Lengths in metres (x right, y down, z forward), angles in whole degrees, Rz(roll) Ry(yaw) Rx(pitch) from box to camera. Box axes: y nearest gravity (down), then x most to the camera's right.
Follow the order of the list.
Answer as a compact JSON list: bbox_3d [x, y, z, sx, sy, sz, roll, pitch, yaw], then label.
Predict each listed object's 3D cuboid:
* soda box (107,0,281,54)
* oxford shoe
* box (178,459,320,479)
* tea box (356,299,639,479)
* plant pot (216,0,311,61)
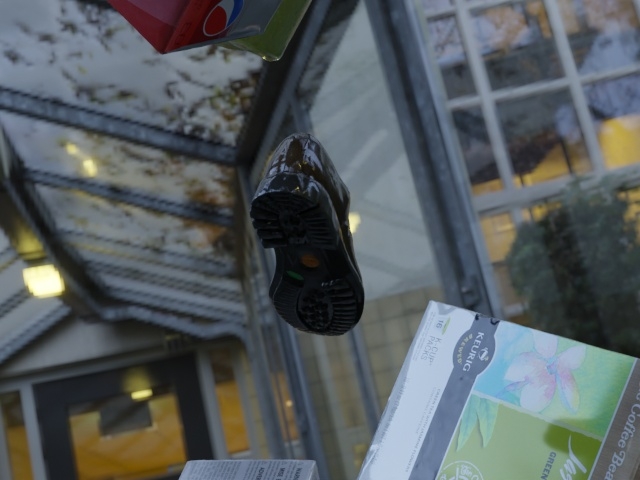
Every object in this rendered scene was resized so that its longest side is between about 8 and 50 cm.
[{"bbox_3d":[-0.118,-0.211,0.556,0.083,0.263,0.092,-27,-23,-52],"label":"soda box"},{"bbox_3d":[0.000,0.000,0.953,0.083,0.096,0.227,6,-37,9],"label":"oxford shoe"},{"bbox_3d":[-0.046,0.275,0.846,0.103,0.203,0.114,-3,27,16],"label":"box"},{"bbox_3d":[0.281,0.240,1.157,0.329,0.220,0.323,28,-9,-35],"label":"tea box"},{"bbox_3d":[-0.070,-0.282,0.860,0.276,0.253,0.276,21,4,-2],"label":"plant pot"}]
